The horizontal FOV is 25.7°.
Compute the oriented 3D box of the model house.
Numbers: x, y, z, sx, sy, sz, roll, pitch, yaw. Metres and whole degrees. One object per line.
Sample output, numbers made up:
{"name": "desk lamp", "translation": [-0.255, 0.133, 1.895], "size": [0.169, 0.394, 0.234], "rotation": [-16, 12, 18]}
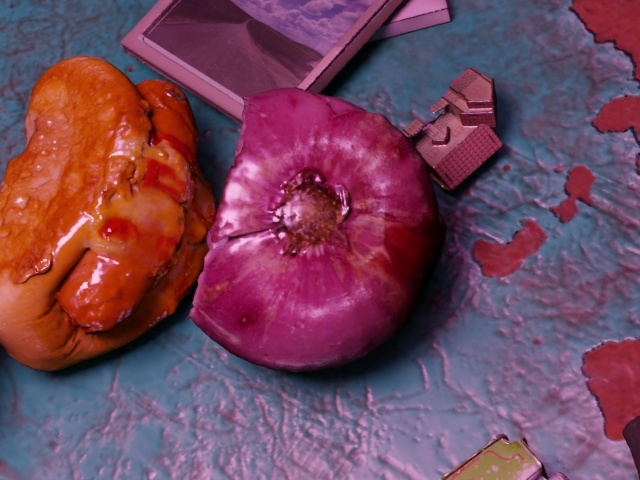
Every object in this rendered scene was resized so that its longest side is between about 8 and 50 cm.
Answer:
{"name": "model house", "translation": [0.116, -0.088, 1.137], "size": [0.083, 0.057, 0.058], "rotation": [-40, 57, -10]}

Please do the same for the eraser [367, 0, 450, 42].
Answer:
{"name": "eraser", "translation": [0.032, -0.222, 1.242], "size": [0.150, 0.023, 0.104], "rotation": [-14, 62, 6]}

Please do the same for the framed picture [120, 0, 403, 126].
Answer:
{"name": "framed picture", "translation": [-0.028, -0.219, 1.231], "size": [0.189, 0.023, 0.260], "rotation": [35, 77, 28]}

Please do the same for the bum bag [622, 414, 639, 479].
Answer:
{"name": "bum bag", "translation": [0.373, 0.128, 0.955], "size": [0.326, 0.080, 0.142], "rotation": [5, 69, 15]}

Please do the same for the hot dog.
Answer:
{"name": "hot dog", "translation": [-0.167, -0.024, 1.123], "size": [0.153, 0.150, 0.257], "rotation": [0, 60, 21]}

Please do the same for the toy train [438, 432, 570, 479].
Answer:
{"name": "toy train", "translation": [0.087, 0.220, 0.989], "size": [0.202, 0.060, 0.081], "rotation": [-37, 55, -6]}

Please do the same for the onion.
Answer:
{"name": "onion", "translation": [0.002, -0.004, 1.060], "size": [0.200, 0.201, 0.207], "rotation": [5, 51, 16]}
